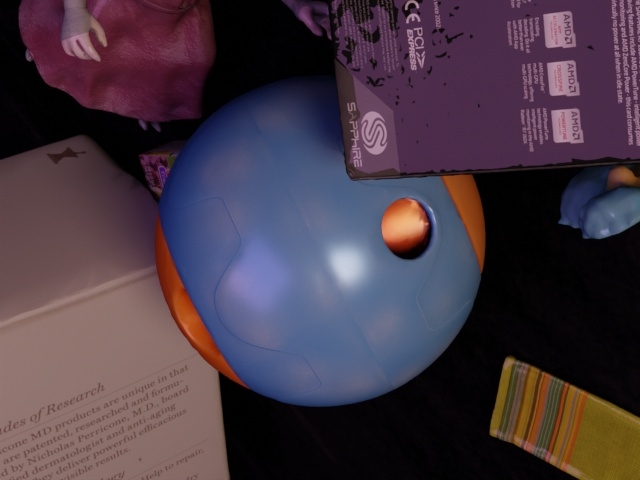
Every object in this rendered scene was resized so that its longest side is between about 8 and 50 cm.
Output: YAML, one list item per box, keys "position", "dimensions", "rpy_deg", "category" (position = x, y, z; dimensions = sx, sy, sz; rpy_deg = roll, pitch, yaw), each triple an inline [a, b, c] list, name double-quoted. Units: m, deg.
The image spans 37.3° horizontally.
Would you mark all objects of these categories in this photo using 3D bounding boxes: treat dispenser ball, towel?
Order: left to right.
- position: [0.000, 0.000, 0.832]
  dimensions: [0.288, 0.288, 0.288]
  rpy_deg: [24, 128, 34]
  category: "treat dispenser ball"
- position: [0.268, 0.196, 0.885]
  dimensions: [0.237, 0.021, 0.102]
  rpy_deg: [25, 130, 33]
  category: "towel"

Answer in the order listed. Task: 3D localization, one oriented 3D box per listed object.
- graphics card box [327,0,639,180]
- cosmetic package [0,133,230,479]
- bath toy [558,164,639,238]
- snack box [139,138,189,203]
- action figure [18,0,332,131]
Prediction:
- position: [0.183, -0.161, 0.564]
  dimensions: [0.371, 0.094, 0.232]
  rpy_deg: [-3, 102, 27]
  category: "graphics card box"
- position: [-0.339, 0.142, 1.164]
  dimensions: [0.329, 0.327, 0.393]
  rpy_deg: [39, 142, 43]
  category: "cosmetic package"
- position: [0.148, -0.172, 0.703]
  dimensions: [0.151, 0.129, 0.348]
  rpy_deg: [-32, 89, 50]
  category: "bath toy"
- position: [-0.101, -0.027, 1.083]
  dimensions: [0.207, 0.070, 0.174]
  rpy_deg: [4, 116, 43]
  category: "snack box"
- position: [-0.147, -0.274, 0.935]
  dimensions: [0.370, 0.248, 0.275]
  rpy_deg: [-45, 52, 50]
  category: "action figure"
